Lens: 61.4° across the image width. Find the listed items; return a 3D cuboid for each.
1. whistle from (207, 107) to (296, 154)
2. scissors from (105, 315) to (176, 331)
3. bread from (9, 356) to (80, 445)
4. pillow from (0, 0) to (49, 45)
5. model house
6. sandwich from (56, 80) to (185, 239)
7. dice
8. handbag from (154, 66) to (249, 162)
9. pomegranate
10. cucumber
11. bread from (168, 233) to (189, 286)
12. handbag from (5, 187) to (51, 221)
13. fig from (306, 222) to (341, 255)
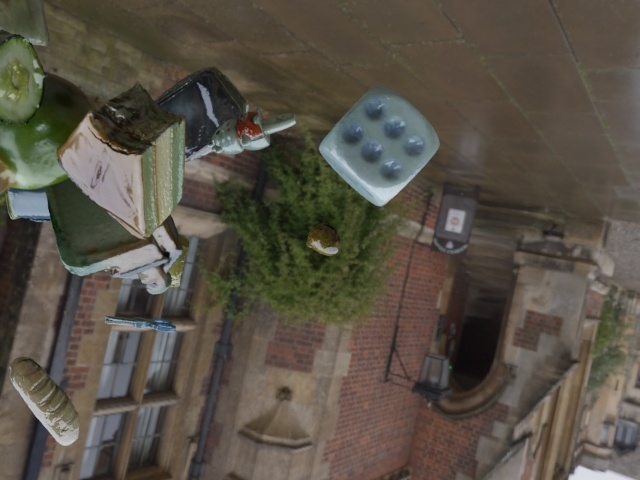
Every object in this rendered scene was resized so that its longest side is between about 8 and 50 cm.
[{"bbox_3d":[-0.186,-0.290,1.436,0.254,0.101,0.106,-13,163,9],"label":"whistle"},{"bbox_3d":[-0.680,0.310,2.035,0.256,0.030,0.125,13,-176,-32],"label":"scissors"},{"bbox_3d":[-0.537,0.317,1.072,0.053,0.214,0.073,-21,-158,8],"label":"bread"},{"bbox_3d":[-0.829,-0.684,1.450,0.075,0.302,0.185,5,-161,20],"label":"pillow"},{"bbox_3d":[-0.482,-0.019,1.324,0.245,0.312,0.280,-22,154,-10],"label":"model house"},{"bbox_3d":[-0.330,-0.144,0.996,0.198,0.155,0.227,-24,114,43],"label":"sandwich"},{"bbox_3d":[0.173,-0.280,1.610,0.268,0.264,0.262,44,-179,-4],"label":"dice"},{"bbox_3d":[-0.413,-0.437,1.844,0.247,0.341,0.240,53,-167,-23],"label":"handbag"},{"bbox_3d":[-0.655,-0.235,1.153,0.310,0.358,0.216,12,136,29],"label":"pomegranate"},{"bbox_3d":[-0.547,-0.251,0.784,0.245,0.134,0.134,13,179,0],"label":"cucumber"},{"bbox_3d":[-0.424,0.056,1.564,0.064,0.156,0.117,10,-174,-17],"label":"bread"},{"bbox_3d":[-0.926,-0.178,1.897,0.241,0.222,0.263,2,-166,5],"label":"handbag"},{"bbox_3d":[0.000,0.000,1.363,0.098,0.081,0.084,-11,170,23],"label":"fig"}]
